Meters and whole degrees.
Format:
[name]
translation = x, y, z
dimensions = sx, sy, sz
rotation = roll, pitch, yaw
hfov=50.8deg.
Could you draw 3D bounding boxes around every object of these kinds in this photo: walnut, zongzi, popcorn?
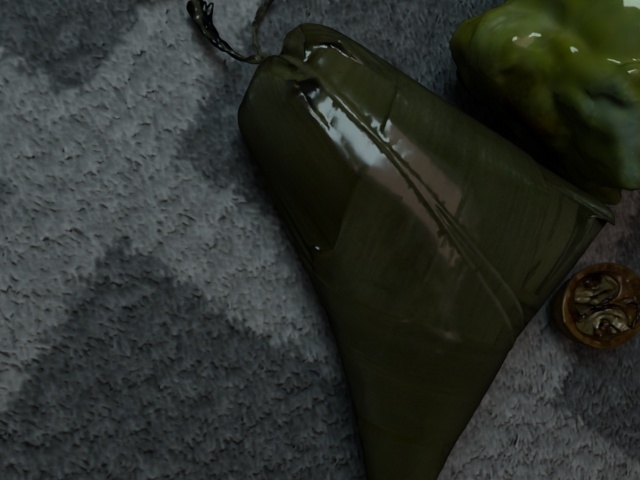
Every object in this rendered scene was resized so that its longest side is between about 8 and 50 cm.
[walnut]
translation = 0.304, 0.072, 0.751
dimensions = 0.121, 0.052, 0.091
rotation = -11, 86, -20
[zongzi]
translation = 0.000, 0.000, 0.608
dimensions = 0.447, 0.181, 0.418
rotation = 33, 77, -9
[popcorn]
translation = 0.302, -0.202, 0.676
dimensions = 0.312, 0.312, 0.312
rotation = 2, 84, -17
